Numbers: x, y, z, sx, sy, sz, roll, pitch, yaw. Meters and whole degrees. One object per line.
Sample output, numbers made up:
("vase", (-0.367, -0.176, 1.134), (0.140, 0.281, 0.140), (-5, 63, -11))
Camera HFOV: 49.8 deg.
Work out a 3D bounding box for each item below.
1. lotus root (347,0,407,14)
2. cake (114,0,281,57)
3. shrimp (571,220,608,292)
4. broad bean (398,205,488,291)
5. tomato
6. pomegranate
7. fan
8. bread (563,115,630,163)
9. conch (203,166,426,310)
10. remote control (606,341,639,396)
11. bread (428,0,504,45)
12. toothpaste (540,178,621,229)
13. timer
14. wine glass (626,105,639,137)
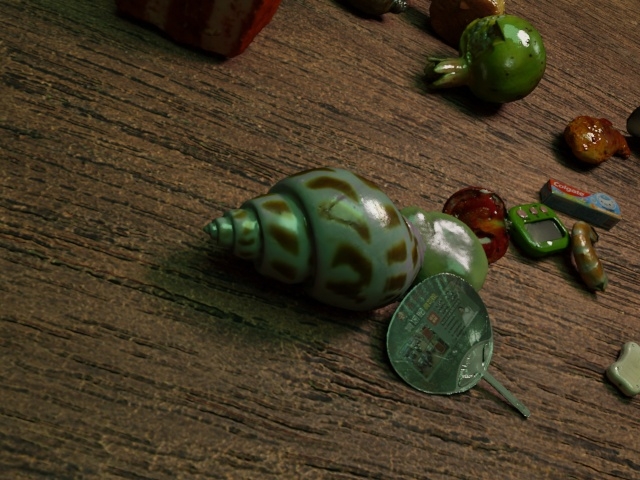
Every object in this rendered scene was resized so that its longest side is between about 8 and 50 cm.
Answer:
("lotus root", (0.130, -0.651, 1.795), (0.209, 0.120, 0.120), (30, 48, -3))
("cake", (-0.234, -0.581, 1.455), (0.319, 0.270, 0.269), (27, 48, -5))
("shrimp", (0.604, 0.033, 1.536), (0.166, 0.049, 0.161), (-15, 81, -57))
("broad bean", (0.216, 0.026, 1.312), (0.228, 0.100, 0.169), (14, 72, -6))
("tomato", (0.313, -0.032, 1.400), (0.139, 0.159, 0.091), (-8, 8, 8))
("pomegranate", (0.410, -0.438, 1.718), (0.302, 0.236, 0.236), (-22, 62, -3))
("fan", (0.228, 0.207, 1.214), (0.223, 0.012, 0.294), (-16, 79, -24))
("bread", (0.725, -0.269, 1.799), (0.269, 0.095, 0.139), (-15, 70, -38))
("conch", (0.001, 0.000, 1.169), (0.368, 0.197, 0.249), (-3, 86, 3))
("remote control", (0.620, 0.257, 1.379), (0.074, 0.032, 0.122), (46, 49, 13))
("bread", (0.387, -0.613, 1.840), (0.199, 0.199, 0.104), (29, 49, -2))
("toothpaste", (0.618, -0.093, 1.642), (0.193, 0.044, 0.070), (19, 47, -12))
("timer", (0.477, -0.023, 1.518), (0.140, 0.047, 0.128), (-10, 58, -31))
("wine glass", (1.017, -0.199, 1.788), (0.267, 0.267, 0.406), (-4, 61, -28))
